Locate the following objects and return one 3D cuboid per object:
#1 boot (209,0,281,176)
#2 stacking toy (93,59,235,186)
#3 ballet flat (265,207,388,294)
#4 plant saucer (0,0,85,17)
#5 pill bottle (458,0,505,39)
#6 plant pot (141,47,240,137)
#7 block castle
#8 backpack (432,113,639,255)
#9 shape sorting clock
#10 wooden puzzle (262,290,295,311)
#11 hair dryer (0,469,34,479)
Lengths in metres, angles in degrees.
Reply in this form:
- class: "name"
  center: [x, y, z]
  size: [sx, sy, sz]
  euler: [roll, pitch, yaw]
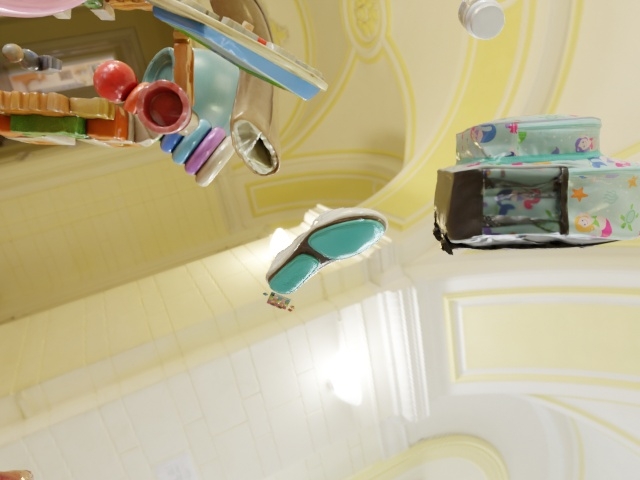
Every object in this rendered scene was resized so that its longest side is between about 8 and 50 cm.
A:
- class: "boot"
  center: [-0.124, -0.285, 0.842]
  size: [0.236, 0.089, 0.269]
  euler: [53, 29, -46]
- class: "stacking toy"
  center: [-0.351, -0.273, 1.092]
  size: [0.330, 0.141, 0.141]
  euler: [39, -14, -15]
- class: "ballet flat"
  center: [0.000, 0.000, 1.222]
  size: [0.400, 0.139, 0.139]
  euler: [-35, -108, 37]
- class: "plant saucer"
  center: [-0.391, -0.419, 0.541]
  size: [0.084, 0.332, 0.332]
  euler: [2, -68, 39]
- class: "pill bottle"
  center: [0.341, -0.475, 1.033]
  size: [0.137, 0.078, 0.078]
  euler: [-84, 171, -56]
- class: "plant pot"
  center: [-0.374, -0.415, 1.366]
  size: [0.293, 0.196, 0.293]
  euler: [-13, -111, 37]
- class: "block castle"
  center: [-0.435, -0.320, 0.808]
  size: [0.213, 0.453, 0.303]
  euler: [-112, -157, -85]
- class: "backpack"
  center: [0.295, -0.072, 0.665]
  size: [0.225, 0.254, 0.191]
  euler: [-52, 146, -80]
- class: "shape sorting clock"
  center: [-0.084, -0.207, 0.507]
  size: [0.040, 0.206, 0.206]
  euler: [-61, -144, 9]
- class: "wooden puzzle"
  center: [-0.098, 0.143, 1.142]
  size: [0.049, 0.083, 0.006]
  euler: [117, -6, -49]
- class: "hair dryer"
  center: [-0.500, 0.325, 0.714]
  size: [0.223, 0.080, 0.293]
  euler: [50, -23, 40]
